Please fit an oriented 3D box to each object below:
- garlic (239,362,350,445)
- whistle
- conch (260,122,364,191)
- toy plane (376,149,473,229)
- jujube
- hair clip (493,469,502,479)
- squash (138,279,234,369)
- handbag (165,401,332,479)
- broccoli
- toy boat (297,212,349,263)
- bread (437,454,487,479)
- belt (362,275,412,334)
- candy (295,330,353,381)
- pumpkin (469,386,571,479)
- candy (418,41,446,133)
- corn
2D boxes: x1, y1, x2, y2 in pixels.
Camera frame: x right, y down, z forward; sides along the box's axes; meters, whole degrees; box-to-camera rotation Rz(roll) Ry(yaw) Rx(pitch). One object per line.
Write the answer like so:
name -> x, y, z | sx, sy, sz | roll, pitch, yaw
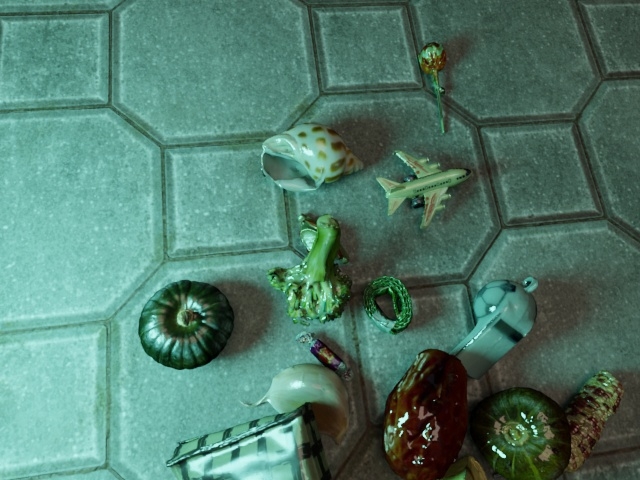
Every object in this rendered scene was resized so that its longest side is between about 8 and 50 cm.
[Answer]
garlic -> -0.048, 0.362, 1.066 | 0.266, 0.129, 0.149 | 17, 61, 10
whistle -> 0.448, 0.201, 1.144 | 0.163, 0.163, 0.290 | 41, 109, 7
conch -> -0.015, -0.225, 1.204 | 0.274, 0.183, 0.149 | 21, 39, -1
toy plane -> 0.295, -0.153, 1.239 | 0.255, 0.104, 0.242 | -12, 73, -9
jujube -> 0.246, 0.401, 1.026 | 0.197, 0.197, 0.291 | 23, 72, 1
hair clip -> 0.477, 0.563, 1.079 | 0.114, 0.039, 0.030 | 1, 68, -3
squash -> -0.310, 0.193, 1.039 | 0.217, 0.173, 0.218 | 3, 42, -3
handbag -> -0.127, 0.549, 0.934 | 0.326, 0.162, 0.326 | -19, 73, 6
broccoli -> -0.031, 0.062, 1.073 | 0.198, 0.275, 0.177 | 1, 33, 18
toy boat -> -0.001, 0.000, 1.181 | 0.185, 0.071, 0.089 | 44, 116, 8
bread -> 0.274, 0.640, 1.035 | 0.264, 0.163, 0.168 | -31, 78, 22
belt -> 0.176, 0.170, 1.149 | 0.121, 0.079, 0.152 | -26, 66, -2
candy -> 0.012, 0.289, 1.112 | 0.175, 0.043, 0.045 | 42, 77, 3
pumpkin -> 0.475, 0.456, 1.042 | 0.218, 0.162, 0.219 | -15, 52, 20
candy -> 0.358, -0.467, 1.360 | 0.077, 0.084, 0.288 | -5, 81, -11
corn -> 0.657, 0.443, 1.105 | 0.289, 0.098, 0.098 | -41, 81, -17
